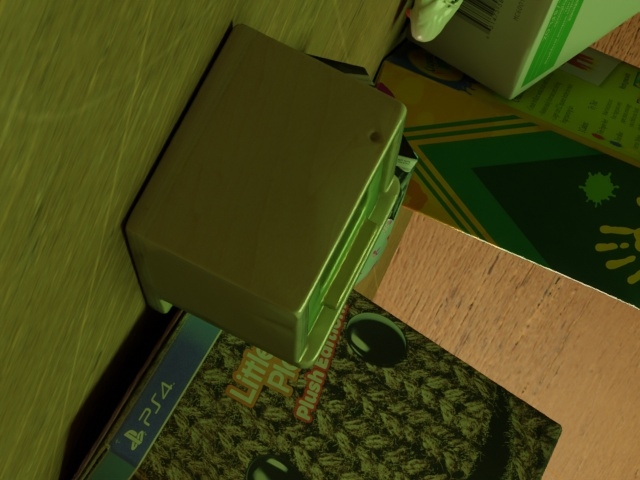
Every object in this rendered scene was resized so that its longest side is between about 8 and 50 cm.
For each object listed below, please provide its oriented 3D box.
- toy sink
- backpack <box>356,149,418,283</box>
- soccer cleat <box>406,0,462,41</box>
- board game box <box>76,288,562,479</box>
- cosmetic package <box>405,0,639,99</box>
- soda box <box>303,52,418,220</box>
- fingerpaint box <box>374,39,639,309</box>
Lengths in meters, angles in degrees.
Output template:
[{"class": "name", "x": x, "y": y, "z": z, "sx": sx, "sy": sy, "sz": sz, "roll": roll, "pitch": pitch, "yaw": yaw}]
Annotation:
[{"class": "toy sink", "x": -0.031, "y": -0.014, "z": 1.237, "sx": 0.153, "sy": 0.131, "sz": 0.234, "roll": -62, "pitch": 175, "yaw": -14}, {"class": "backpack", "x": 0.005, "y": -0.027, "z": 1.613, "sx": 0.182, "sy": 0.115, "sz": 0.152, "roll": -70, "pitch": 170, "yaw": 26}, {"class": "soccer cleat", "x": 0.152, "y": -0.292, "z": 1.935, "sx": 0.196, "sy": 0.076, "sz": 0.068, "roll": -67, "pitch": 161, "yaw": 11}, {"class": "board game box", "x": -0.006, "y": 0.171, "z": 1.387, "sx": 0.232, "sy": 0.291, "sz": 0.141, "roll": -60, "pitch": -175, "yaw": -38}, {"class": "cosmetic package", "x": 0.269, "y": -0.326, "z": 2.137, "sx": 0.365, "sy": 0.155, "sz": 0.197, "roll": -34, "pitch": 151, "yaw": -49}, {"class": "soda box", "x": 0.019, "y": -0.081, "z": 1.409, "sx": 0.169, "sy": 0.060, "sz": 0.053, "roll": -114, "pitch": -139, "yaw": -58}, {"class": "fingerpaint box", "x": 0.259, "y": -0.121, "z": 2.227, "sx": 0.445, "sy": 0.371, "sz": 0.163, "roll": -53, "pitch": 165, "yaw": -68}]
